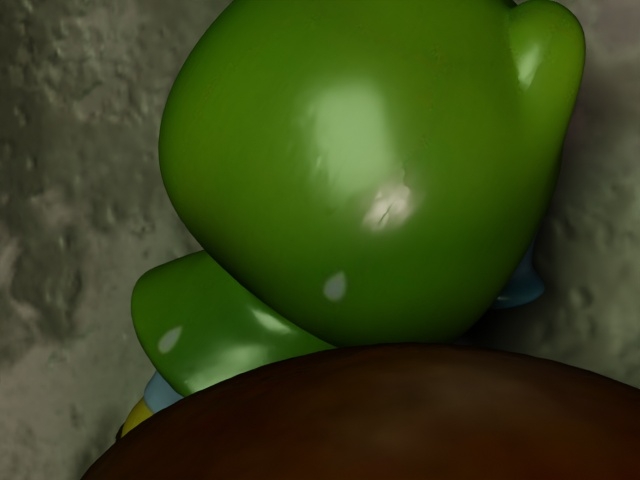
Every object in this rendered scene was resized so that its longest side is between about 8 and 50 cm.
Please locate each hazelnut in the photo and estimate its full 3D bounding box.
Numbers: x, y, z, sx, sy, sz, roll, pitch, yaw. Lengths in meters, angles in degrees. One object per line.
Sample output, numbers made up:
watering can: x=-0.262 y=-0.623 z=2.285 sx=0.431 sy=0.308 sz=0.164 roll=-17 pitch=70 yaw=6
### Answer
hazelnut: x=0.033 y=0.212 z=0.436 sx=0.366 sy=0.366 sz=0.366 roll=-1 pitch=87 yaw=24

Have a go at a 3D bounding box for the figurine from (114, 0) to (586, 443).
figurine: x=0.000 y=0.000 z=0.561 sx=0.162 sy=0.143 sz=0.263 roll=41 pitch=115 yaw=26
